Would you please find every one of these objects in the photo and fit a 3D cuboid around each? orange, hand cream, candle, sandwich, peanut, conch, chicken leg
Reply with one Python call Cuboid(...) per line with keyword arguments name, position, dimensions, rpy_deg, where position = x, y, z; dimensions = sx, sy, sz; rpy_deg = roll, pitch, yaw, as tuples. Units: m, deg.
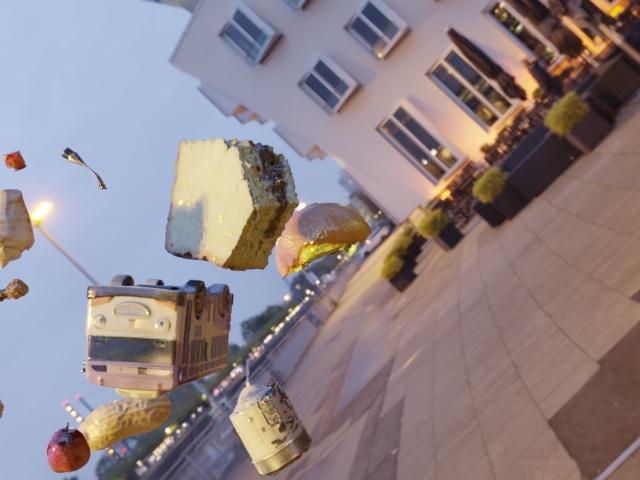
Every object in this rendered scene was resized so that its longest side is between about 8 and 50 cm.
Cuboid(name="orange", position=(-0.002, -0.010, 1.918), dimensions=(0.263, 0.196, 0.334), rpy_deg=(-8, -17, -22))
Cuboid(name="hand cream", position=(-0.707, -0.216, 1.907), dimensions=(0.039, 0.163, 0.062), rpy_deg=(-49, 6, -8))
Cuboid(name="candle", position=(-0.167, 0.514, 1.862), dimensions=(0.187, 0.330, 0.187), rpy_deg=(-29, -5, -3))
Cuboid(name="sandwich", position=(-0.185, -0.075, 1.300), dimensions=(0.325, 0.131, 0.262), rpy_deg=(8, 89, 49))
Cuboid(name="peanut", position=(-0.658, 0.599, 2.103), dimensions=(0.325, 0.140, 0.153), rpy_deg=(-20, -12, -19))
Cuboid(name="conch", position=(-1.001, -0.039, 2.004), dimensions=(0.158, 0.255, 0.127), rpy_deg=(-5, 1, -14))
Cuboid(name="chicken leg", position=(-1.005, 0.171, 1.902), dimensions=(0.252, 0.087, 0.107), rpy_deg=(-14, -32, 3))

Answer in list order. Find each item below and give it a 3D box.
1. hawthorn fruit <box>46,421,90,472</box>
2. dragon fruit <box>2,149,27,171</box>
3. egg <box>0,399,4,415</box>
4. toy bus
Cuboid(name="hawthorn fruit", position=(-0.437, 0.364, 1.095), dimensions=(0.077, 0.077, 0.077), rpy_deg=(-46, -3, -3))
Cuboid(name="dragon fruit", position=(-0.932, -0.240, 1.925), dimensions=(0.056, 0.060, 0.083), rpy_deg=(-26, 20, -20))
Cuboid(name="egg", position=(-0.866, 0.421, 1.594), dimensions=(0.140, 0.118, 0.116), rpy_deg=(-1, 10, 33))
Cuboid(name="toy bus", position=(-0.351, 0.210, 1.430), dimensions=(0.440, 0.209, 0.249), rpy_deg=(50, -136, -82))
